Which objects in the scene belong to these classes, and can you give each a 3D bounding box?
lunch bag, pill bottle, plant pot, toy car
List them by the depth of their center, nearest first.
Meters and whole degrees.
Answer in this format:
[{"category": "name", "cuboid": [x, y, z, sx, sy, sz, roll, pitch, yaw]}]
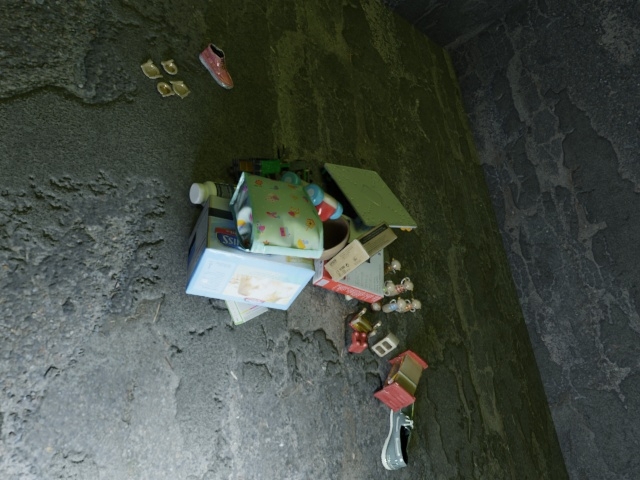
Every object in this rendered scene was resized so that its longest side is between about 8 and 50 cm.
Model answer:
[{"category": "lunch bag", "cuboid": [-0.125, -0.049, 1.284, 0.223, 0.160, 0.262, 8, 41, -31]}, {"category": "pill bottle", "cuboid": [-0.364, -0.157, 1.570, 0.169, 0.094, 0.094, 2, 69, -44]}, {"category": "toy car", "cuboid": [-0.071, -0.091, 1.650, 0.238, 0.210, 0.219, -60, 153, 1]}, {"category": "plant pot", "cuboid": [0.000, 0.000, 1.741, 0.110, 0.237, 0.237, 83, 25, -42]}]

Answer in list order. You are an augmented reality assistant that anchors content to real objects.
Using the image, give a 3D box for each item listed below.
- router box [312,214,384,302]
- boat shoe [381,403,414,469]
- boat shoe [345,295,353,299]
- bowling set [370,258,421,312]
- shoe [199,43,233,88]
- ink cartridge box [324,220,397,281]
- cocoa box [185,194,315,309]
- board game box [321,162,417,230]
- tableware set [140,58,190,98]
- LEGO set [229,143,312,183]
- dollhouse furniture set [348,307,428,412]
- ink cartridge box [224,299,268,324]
[{"category": "router box", "cuboid": [0.125, 0.064, 1.907, 0.301, 0.082, 0.336, 20, 55, -24]}, {"category": "boat shoe", "cuboid": [0.340, 0.764, 1.811, 0.116, 0.099, 0.319, 47, 45, -18]}, {"category": "boat shoe", "cuboid": [0.112, 0.178, 1.921, 0.056, 0.048, 0.153, -1, 64, -35]}, {"category": "bowling set", "cuboid": [0.328, 0.251, 2.010, 0.287, 0.154, 0.200, 53, 43, -11]}, {"category": "shoe", "cuboid": [-0.405, -0.700, 1.806, 0.178, 0.081, 0.063, 48, 44, -16]}, {"category": "ink cartridge box", "cuboid": [0.152, 0.043, 1.723, 0.193, 0.234, 0.088, -32, 82, -42]}, {"category": "cocoa box", "cuboid": [-0.224, 0.047, 1.423, 0.347, 0.231, 0.228, 14, 44, -25]}, {"category": "board game box", "cuboid": [0.230, -0.196, 2.113, 0.389, 0.050, 0.390, -1, 49, -45]}, {"category": "tableware set", "cuboid": [-0.563, -0.592, 1.642, 0.141, 0.020, 0.169, -38, 98, -47]}, {"category": "LEGO set", "cuboid": [-0.206, -0.223, 1.742, 0.331, 0.192, 0.255, -27, 120, -45]}, {"category": "dollhouse furniture set", "cuboid": [0.240, 0.489, 1.844, 0.374, 0.152, 0.201, 41, 45, 1]}, {"category": "ink cartridge box", "cuboid": [-0.274, 0.168, 1.523, 0.109, 0.062, 0.209, -21, 85, -47]}]
